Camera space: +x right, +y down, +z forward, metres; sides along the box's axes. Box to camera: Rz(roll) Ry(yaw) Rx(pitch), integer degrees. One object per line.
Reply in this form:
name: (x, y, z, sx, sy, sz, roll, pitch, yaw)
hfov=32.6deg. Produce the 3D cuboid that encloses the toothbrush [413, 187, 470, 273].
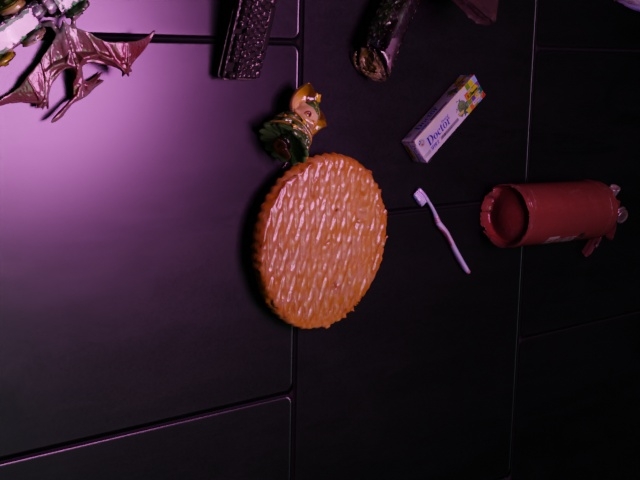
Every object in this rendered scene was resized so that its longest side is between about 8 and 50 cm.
toothbrush: (0.195, -0.012, 1.732, 0.019, 0.013, 0.193, -47, 125, -16)

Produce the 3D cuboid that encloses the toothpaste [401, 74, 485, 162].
toothpaste: (0.190, -0.188, 1.680, 0.164, 0.034, 0.046, -48, 122, -23)

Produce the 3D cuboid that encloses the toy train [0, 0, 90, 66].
toy train: (-0.313, -0.259, 1.210, 0.202, 0.081, 0.060, -40, 121, -19)

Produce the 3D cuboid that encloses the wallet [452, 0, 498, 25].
wallet: (0.225, -0.478, 1.604, 0.165, 0.042, 0.309, 31, 63, -35)

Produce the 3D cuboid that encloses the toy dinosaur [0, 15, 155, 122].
toy dinosaur: (-0.287, -0.206, 1.271, 0.220, 0.032, 0.108, -27, 119, -23)

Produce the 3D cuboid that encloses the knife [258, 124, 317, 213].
knife: (-0.041, -0.104, 1.514, 0.023, 0.010, 0.170, 37, 76, -38)

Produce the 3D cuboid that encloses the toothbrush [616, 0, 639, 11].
toothbrush: (0.457, -0.454, 1.854, 0.413, 0.042, 0.035, 13, 90, -43)

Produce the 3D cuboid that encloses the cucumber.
cucumber: (0.115, -0.348, 1.569, 0.067, 0.067, 0.245, 32, 75, -40)

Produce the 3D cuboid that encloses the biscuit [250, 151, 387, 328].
biscuit: (0.000, 0.000, 1.548, 0.254, 0.035, 0.254, -13, 110, -40)

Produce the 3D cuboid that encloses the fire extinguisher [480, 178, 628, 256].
fire extinguisher: (0.413, -0.032, 1.864, 0.337, 0.106, 0.147, -3, 126, -40)

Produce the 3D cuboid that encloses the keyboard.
keyboard: (-0.077, -0.315, 1.396, 0.072, 0.023, 0.231, -7, 116, -51)

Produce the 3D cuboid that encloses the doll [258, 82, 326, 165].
doll: (-0.040, -0.159, 1.486, 0.113, 0.077, 0.078, -73, 150, -42)
